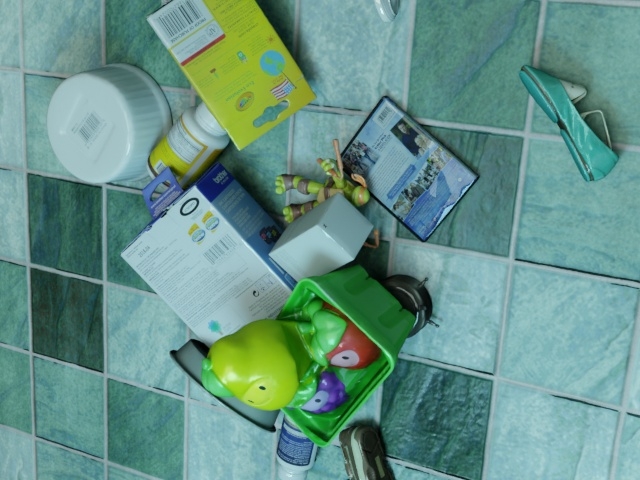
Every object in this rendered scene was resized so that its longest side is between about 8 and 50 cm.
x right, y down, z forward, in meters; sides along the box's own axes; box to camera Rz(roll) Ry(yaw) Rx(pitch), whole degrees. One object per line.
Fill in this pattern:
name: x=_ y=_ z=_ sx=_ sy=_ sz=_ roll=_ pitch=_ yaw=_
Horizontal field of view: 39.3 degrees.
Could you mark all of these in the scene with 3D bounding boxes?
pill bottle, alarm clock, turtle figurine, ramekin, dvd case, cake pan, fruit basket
pill bottle: x=-0.049 y=0.459 z=2.022 sx=0.094 sy=0.094 sz=0.169 roll=20 pitch=111 yaw=21
pill bottle: x=-0.279 y=-0.210 z=1.953 sx=0.117 sy=0.117 sz=0.215 roll=49 pitch=118 yaw=8
alarm clock: x=0.145 y=0.142 z=1.864 sx=0.192 sy=0.064 sz=0.129 roll=-10 pitch=98 yaw=32
turtle figurine: x=0.016 y=-0.102 z=1.841 sx=0.217 sy=0.087 sz=0.269 roll=2 pitch=132 yaw=33
ramekin: x=-0.487 y=-0.260 z=2.036 sx=0.277 sy=0.135 sz=0.277 roll=7 pitch=106 yaw=25
dvd case: x=0.169 y=-0.142 z=1.799 sx=0.253 sy=0.022 sz=0.180 roll=43 pitch=118 yaw=11
cake pan: x=-0.201 y=0.314 z=1.975 sx=0.293 sy=0.293 sz=0.054 roll=37 pitch=87 yaw=14
fruit basket: x=-0.038 y=0.248 z=1.771 sx=0.283 sy=0.392 sz=0.392 roll=43 pitch=118 yaw=12

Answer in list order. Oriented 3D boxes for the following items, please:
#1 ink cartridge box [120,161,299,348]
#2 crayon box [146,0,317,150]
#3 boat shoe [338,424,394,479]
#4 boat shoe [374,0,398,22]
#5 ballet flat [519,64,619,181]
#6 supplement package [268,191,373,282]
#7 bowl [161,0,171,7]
ink cartridge box: x=-0.234 y=0.026 z=1.923 sx=0.270 sy=0.151 sz=0.395 roll=-38 pitch=100 yaw=28
crayon box: x=-0.177 y=-0.367 z=1.807 sx=0.202 sy=0.081 sz=0.318 roll=-33 pitch=104 yaw=1
boat shoe: x=0.102 y=0.530 z=1.976 sx=0.095 sy=0.095 sz=0.258 roll=-11 pitch=92 yaw=42
boat shoe: x=0.135 y=-0.511 z=1.704 sx=0.063 sy=0.066 sz=0.184 roll=-3 pitch=92 yaw=28
ballet flat: x=0.455 y=-0.225 z=1.611 sx=0.087 sy=0.083 sz=0.247 roll=-32 pitch=87 yaw=5
supplement package: x=0.000 y=0.000 z=1.804 sx=0.105 sy=0.105 sz=0.179 roll=44 pitch=141 yaw=-13
bowl: x=-0.279 y=-0.537 z=1.875 sx=0.080 sy=0.170 sz=0.170 roll=3 pitch=110 yaw=-19
